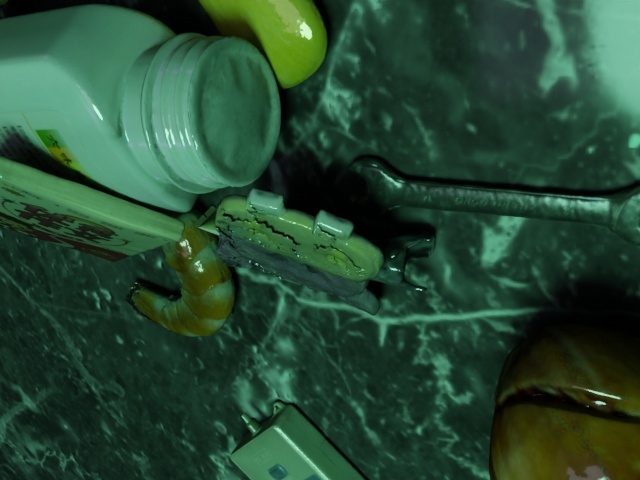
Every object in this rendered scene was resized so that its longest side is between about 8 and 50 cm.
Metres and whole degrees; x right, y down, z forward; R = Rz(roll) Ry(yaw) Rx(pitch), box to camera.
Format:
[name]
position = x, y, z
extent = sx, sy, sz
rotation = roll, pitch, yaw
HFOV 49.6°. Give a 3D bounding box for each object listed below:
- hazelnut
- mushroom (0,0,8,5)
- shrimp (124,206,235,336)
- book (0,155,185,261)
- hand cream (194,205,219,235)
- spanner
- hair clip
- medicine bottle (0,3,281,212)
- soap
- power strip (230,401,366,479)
[hazelnut]
position = 0.204, 0.142, 0.493
extent = 0.182, 0.182, 0.182
rotation = 14, 123, 23
[mushroom]
position = -0.306, -0.365, 0.520
extent = 0.177, 0.126, 0.397
rotation = 25, 124, 6
[shrimp]
position = -0.158, 0.028, 0.715
extent = 0.166, 0.049, 0.161
rotation = -4, 116, 41
[book]
position = -0.235, -0.020, 0.632
extent = 0.162, 0.022, 0.232
rotation = 20, 165, -27
[hand cream]
position = -0.065, -0.006, 0.644
extent = 0.102, 0.035, 0.022
rotation = 19, 132, 14
[spanner]
position = 0.132, -0.030, 0.521
extent = 0.254, 0.015, 0.054
rotation = 8, 120, 27
[hair clip]
position = -0.001, 0.008, 0.560
extent = 0.187, 0.056, 0.146
rotation = 9, 157, 2
[medicine bottle]
position = -0.194, -0.102, 0.585
extent = 0.324, 0.124, 0.179
rotation = 5, 146, 33
[soap]
position = -0.059, -0.193, 0.527
extent = 0.089, 0.033, 0.168
rotation = -27, 103, 39
[power strip]
position = 0.042, 0.322, 0.762
extent = 0.367, 0.043, 0.106
rotation = 46, 129, 0
